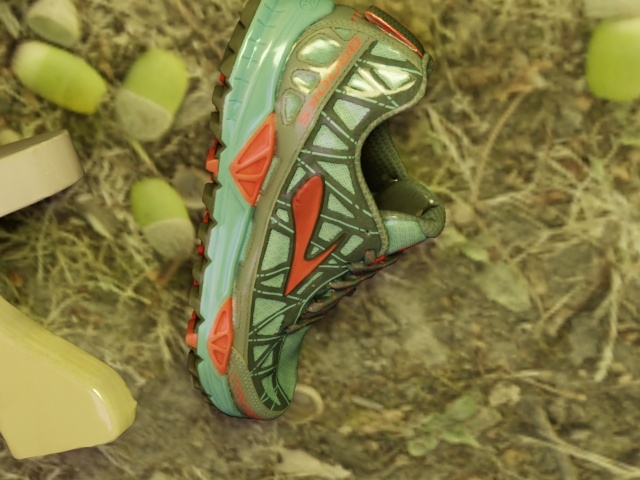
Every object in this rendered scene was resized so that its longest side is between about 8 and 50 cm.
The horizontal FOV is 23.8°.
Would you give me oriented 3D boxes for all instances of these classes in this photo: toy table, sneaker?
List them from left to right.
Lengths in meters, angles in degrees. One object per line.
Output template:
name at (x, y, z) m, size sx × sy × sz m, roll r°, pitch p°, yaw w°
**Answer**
toy table at (-0.233, 0.054, 0.837) m, size 0.274 × 0.252 × 0.161 m, roll -11°, pitch 103°, yaw 36°
sneaker at (0.000, 0.000, 0.803) m, size 0.125 × 0.104 × 0.262 m, roll 12°, pitch 125°, yaw 6°
